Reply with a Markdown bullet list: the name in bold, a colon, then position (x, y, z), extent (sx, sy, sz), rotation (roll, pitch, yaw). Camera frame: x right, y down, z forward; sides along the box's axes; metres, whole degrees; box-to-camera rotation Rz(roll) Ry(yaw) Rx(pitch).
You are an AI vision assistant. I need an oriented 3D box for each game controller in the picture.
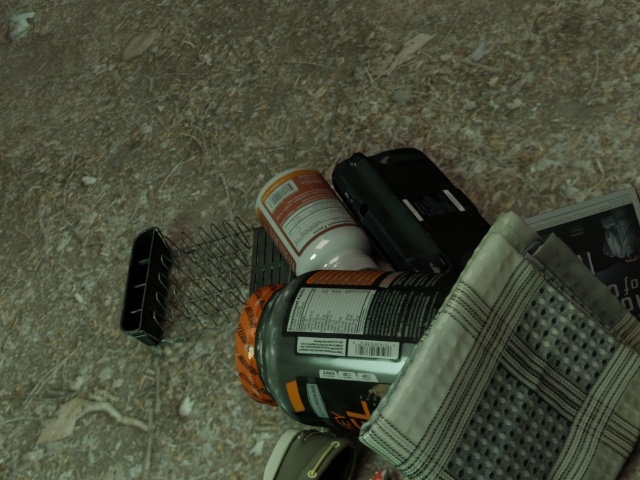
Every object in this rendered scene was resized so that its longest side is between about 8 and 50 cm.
- **game controller**: position (0.144, -0.035, 1.462), extent (0.166, 0.067, 0.319), rotation (-6, 39, -25)

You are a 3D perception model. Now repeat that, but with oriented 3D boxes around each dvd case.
- **dvd case**: position (0.354, 0.048, 1.327), extent (0.179, 0.029, 0.239), rotation (-17, 47, 17)

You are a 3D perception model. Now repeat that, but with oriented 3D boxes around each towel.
- **towel**: position (0.239, 0.170, 1.115), extent (0.324, 0.312, 0.056), rotation (-56, 16, -20)

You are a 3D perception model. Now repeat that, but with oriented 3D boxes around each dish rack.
- **dish rack**: position (-0.172, 0.053, 1.584), extent (0.271, 0.074, 0.208), rotation (-15, 49, 18)

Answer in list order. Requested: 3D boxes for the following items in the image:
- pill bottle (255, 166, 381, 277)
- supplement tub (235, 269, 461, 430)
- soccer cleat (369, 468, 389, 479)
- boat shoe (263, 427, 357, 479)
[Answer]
- **pill bottle**: position (0.000, 0.000, 1.490), extent (0.121, 0.121, 0.216), rotation (-35, 55, 0)
- **supplement tub**: position (0.075, 0.141, 1.282), extent (0.338, 0.207, 0.207), rotation (0, 55, 30)
- **soccer cleat**: position (0.070, 0.326, 1.261), extent (0.035, 0.029, 0.083), rotation (21, 69, 29)
- **boat shoe**: position (-0.038, 0.368, 1.229), extent (0.091, 0.109, 0.305), rotation (-3, 49, 33)
